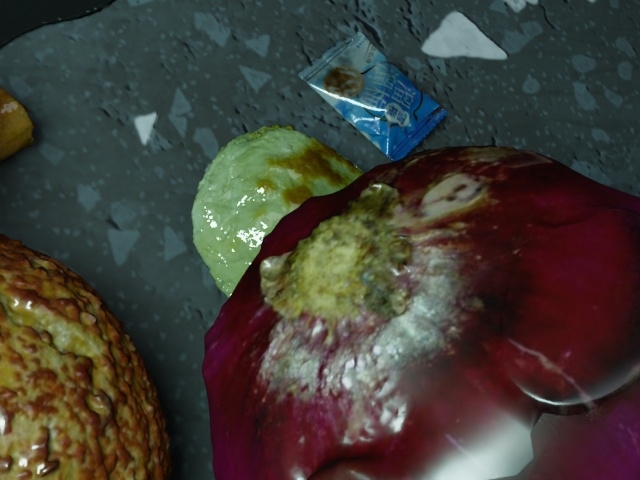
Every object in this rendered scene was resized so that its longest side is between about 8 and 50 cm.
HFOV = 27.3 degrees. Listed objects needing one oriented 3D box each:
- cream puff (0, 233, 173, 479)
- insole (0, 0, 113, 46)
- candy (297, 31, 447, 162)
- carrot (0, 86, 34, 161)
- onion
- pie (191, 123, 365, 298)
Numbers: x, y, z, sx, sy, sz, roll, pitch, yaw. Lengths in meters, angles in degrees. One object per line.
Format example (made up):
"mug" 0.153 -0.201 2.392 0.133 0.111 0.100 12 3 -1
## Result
"cream puff" -0.259 0.138 0.928 0.350 0.229 0.350 12 61 -23
"insole" -0.286 -0.221 1.199 0.119 0.009 0.348 46 55 -1
"candy" 0.053 -0.147 1.330 0.136 0.038 0.088 43 69 4
"carrot" -0.335 -0.063 1.068 0.205 0.072 0.072 -33 86 -32
"onion" 0.130 0.159 1.048 0.398 0.398 0.420 -64 145 -32
"pie" 0.000 0.000 1.204 0.248 0.090 0.201 46 54 -8
